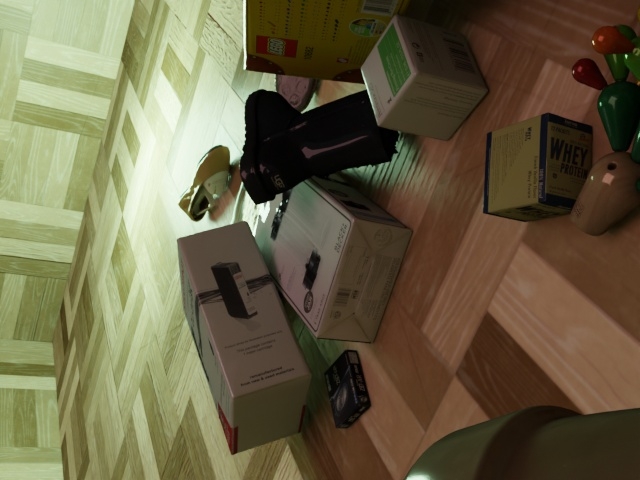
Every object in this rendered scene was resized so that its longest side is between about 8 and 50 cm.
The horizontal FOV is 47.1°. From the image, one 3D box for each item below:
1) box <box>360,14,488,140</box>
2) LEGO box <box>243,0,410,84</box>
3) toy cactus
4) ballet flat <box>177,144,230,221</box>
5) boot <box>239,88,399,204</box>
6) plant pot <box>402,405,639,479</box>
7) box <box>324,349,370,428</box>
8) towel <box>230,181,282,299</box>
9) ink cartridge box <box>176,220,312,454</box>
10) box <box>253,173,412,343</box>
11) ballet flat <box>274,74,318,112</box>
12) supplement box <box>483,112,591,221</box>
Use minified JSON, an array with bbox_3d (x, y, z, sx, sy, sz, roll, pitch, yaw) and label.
[{"bbox_3d":[0.117,-0.186,0.845,0.087,0.102,0.101,-54,39,45],"label":"box"},{"bbox_3d":[0.023,-0.449,0.818,0.500,0.193,0.373,118,157,-78],"label":"LEGO box"},{"bbox_3d":[0.251,-0.072,0.573,0.219,0.112,0.180,65,148,35],"label":"toy cactus"},{"bbox_3d":[-0.233,-0.115,1.552,0.073,0.080,0.232,59,143,12],"label":"ballet flat"},{"bbox_3d":[0.002,-0.157,1.003,0.246,0.207,0.094,-90,-21,-53],"label":"boot"},{"bbox_3d":[0.231,0.199,0.340,0.280,0.323,0.323,-35,50,33],"label":"plant pot"},{"bbox_3d":[0.035,0.197,0.976,0.067,0.018,0.083,-53,38,42],"label":"box"},{"bbox_3d":[-0.124,0.033,1.311,0.271,0.040,0.370,38,115,59],"label":"towel"},{"bbox_3d":[-0.119,0.139,1.074,0.197,0.114,0.273,99,152,-52],"label":"ink cartridge box"},{"bbox_3d":[0.000,0.000,1.028,0.290,0.087,0.169,42,119,58],"label":"box"},{"bbox_3d":[-0.029,-0.335,1.232,0.084,0.058,0.250,0,86,27],"label":"ballet flat"},{"bbox_3d":[0.203,-0.066,0.691,0.083,0.056,0.083,-13,71,61],"label":"supplement box"}]
